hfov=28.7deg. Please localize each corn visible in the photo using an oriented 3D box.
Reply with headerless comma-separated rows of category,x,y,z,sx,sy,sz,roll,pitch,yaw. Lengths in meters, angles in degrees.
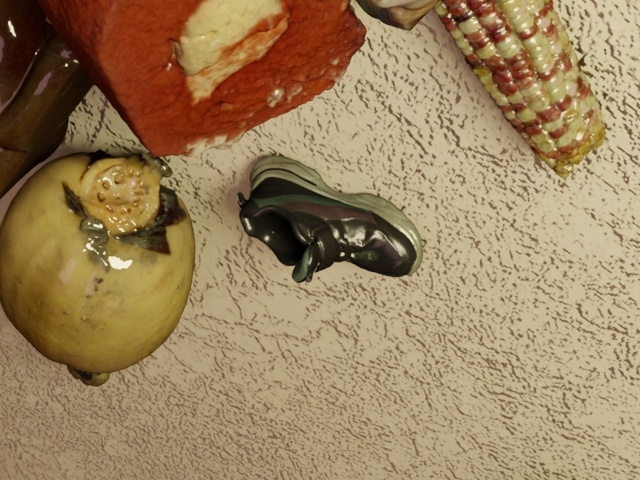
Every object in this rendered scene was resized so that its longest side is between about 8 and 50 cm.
corn,0.130,-0.147,0.859,0.079,0.079,0.237,-16,121,40

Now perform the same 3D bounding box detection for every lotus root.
lotus root,-0.217,0.043,1.188,0.182,0.183,0.310,29,144,4

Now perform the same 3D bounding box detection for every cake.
cake,-0.089,-0.167,0.831,0.151,0.177,0.283,51,177,18

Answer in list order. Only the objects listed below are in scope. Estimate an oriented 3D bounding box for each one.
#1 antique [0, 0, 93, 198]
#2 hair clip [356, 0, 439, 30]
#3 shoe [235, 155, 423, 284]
antique,-0.286,-0.138,1.087,0.143,0.121,0.257,38,137,-2
hair clip,0.105,-0.241,0.722,0.173,0.069,0.300,34,119,1
shoe,0.000,0.000,1.055,0.169,0.099,0.071,27,135,6
